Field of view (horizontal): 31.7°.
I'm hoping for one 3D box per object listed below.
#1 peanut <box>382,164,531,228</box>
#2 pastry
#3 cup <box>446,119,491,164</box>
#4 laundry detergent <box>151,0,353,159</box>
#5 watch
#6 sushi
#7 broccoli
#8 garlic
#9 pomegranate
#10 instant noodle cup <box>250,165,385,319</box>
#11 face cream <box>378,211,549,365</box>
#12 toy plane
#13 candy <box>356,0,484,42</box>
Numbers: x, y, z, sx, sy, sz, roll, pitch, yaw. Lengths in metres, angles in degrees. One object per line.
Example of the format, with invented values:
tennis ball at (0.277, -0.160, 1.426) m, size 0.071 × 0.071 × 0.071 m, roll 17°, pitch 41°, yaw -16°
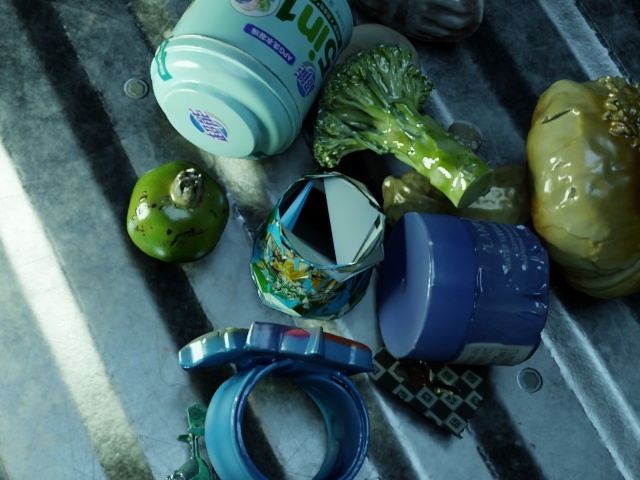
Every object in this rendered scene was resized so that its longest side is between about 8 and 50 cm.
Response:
peanut at (0.259, -0.057, 2.038) m, size 0.291 × 0.143 × 0.159 m, roll -2°, pitch 76°, yaw -6°
pastry at (0.511, -0.099, 1.974) m, size 0.245 × 0.409 × 0.410 m, roll -13°, pitch 62°, yaw 26°
cup at (0.270, -0.165, 2.123) m, size 0.102 × 0.074 × 0.099 m, roll 28°, pitch 63°, yaw 8°
laundry detergent at (-0.129, -0.316, 2.000) m, size 0.287 × 0.287 × 0.305 m, roll 26°, pitch 63°, yaw 2°
watch at (-0.079, 0.273, 1.770) m, size 0.305 × 0.241 × 0.275 m, roll 9°, pitch 74°, yaw -20°
sushi at (0.182, 0.246, 1.938) m, size 0.201 × 0.031 × 0.139 m, roll 35°, pitch 50°, yaw 7°
broccoli at (0.134, -0.176, 1.953) m, size 0.252 × 0.221 × 0.361 m, roll -1°, pitch 38°, yaw -23°
garlic at (0.093, -0.358, 2.181) m, size 0.148 × 0.128 × 0.266 m, roll -31°, pitch 64°, yaw -34°
pomegranate at (-0.237, -0.060, 1.901) m, size 0.179 × 0.210 × 0.180 m, roll 6°, pitch 62°, yaw -11°
instant noodle cup at (0.000, 0.000, 1.938) m, size 0.240 × 0.178 × 0.240 m, roll 4°, pitch 66°, yaw -9°
face cream at (0.239, 0.084, 1.901) m, size 0.225 × 0.249 × 0.249 m, roll 6°, pitch 64°, yaw -18°
toy plane at (-0.198, 0.374, 1.793) m, size 0.096 × 0.060 × 0.235 m, roll 2°, pitch 68°, yaw -19°
candy at (0.189, -0.506, 2.190) m, size 0.289 × 0.214 × 0.157 m, roll 24°, pitch 58°, yaw 0°
